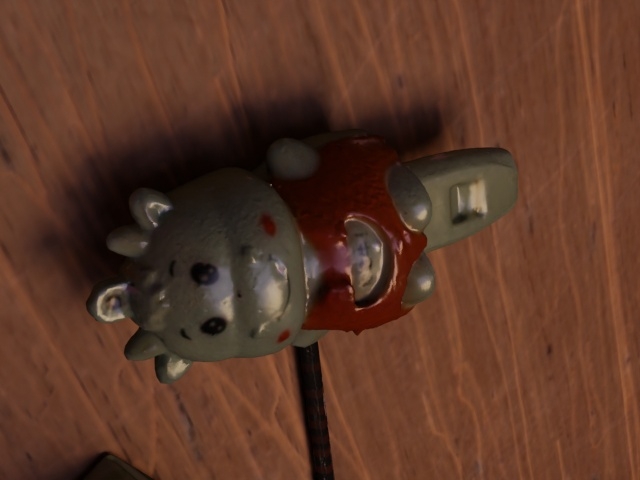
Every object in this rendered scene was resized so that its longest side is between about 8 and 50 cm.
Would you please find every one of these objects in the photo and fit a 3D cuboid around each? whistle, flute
[{"bbox_3d":[-0.001,0.001,0.661,0.253,0.106,0.101,-17,145,-29],"label":"whistle"},{"bbox_3d":[0.002,0.139,0.822,0.014,0.014,0.269,-26,132,-22],"label":"flute"}]

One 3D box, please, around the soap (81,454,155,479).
[{"bbox_3d":[-0.105,0.253,0.695,0.199,0.182,0.138,-45,136,-5],"label":"soap"}]
